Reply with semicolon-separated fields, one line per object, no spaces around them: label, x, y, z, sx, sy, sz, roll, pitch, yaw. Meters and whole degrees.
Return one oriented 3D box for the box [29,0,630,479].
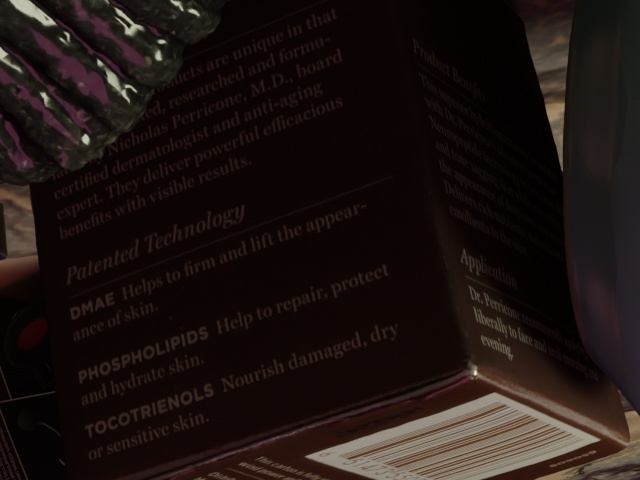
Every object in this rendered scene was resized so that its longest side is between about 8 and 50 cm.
box;0.000;0.000;0.729;0.167;0.203;0.168;-21;156;23

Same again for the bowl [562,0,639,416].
bowl;0.185;-0.036;0.672;0.163;0.311;0.311;2;163;19

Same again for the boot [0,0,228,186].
boot;-0.087;-0.131;0.452;0.348;0.131;0.260;-17;153;42

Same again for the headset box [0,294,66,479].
headset box;-0.151;0.145;1.050;0.293;0.110;0.218;-34;152;16

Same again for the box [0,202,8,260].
box;-0.274;0.006;0.828;0.225;0.036;0.136;-18;157;17
